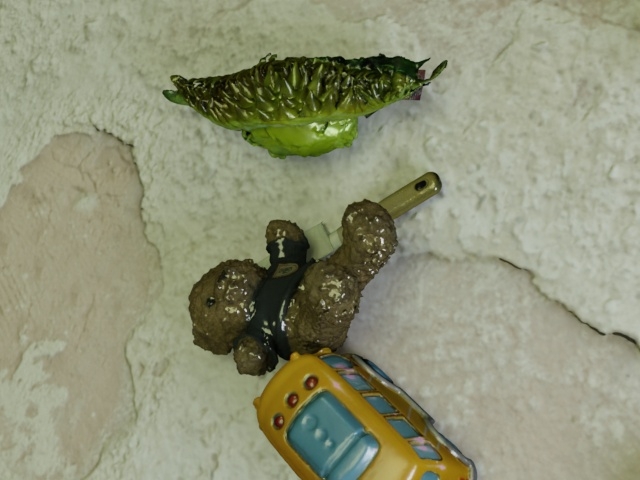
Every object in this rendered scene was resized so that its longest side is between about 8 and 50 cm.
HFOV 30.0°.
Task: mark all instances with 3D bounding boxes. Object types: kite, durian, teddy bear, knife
[{"bbox_3d":[0.081,-0.164,1.299,0.078,0.002,0.044,-17,68,22],"label":"kite"},{"bbox_3d":[-0.025,-0.146,1.280,0.375,0.132,0.107,3,64,34],"label":"durian"},{"bbox_3d":[-0.027,0.064,1.222,0.251,0.129,0.182,-12,34,39],"label":"teddy bear"},{"bbox_3d":[0.001,0.001,1.286,0.297,0.017,0.047,-32,64,21],"label":"knife"}]

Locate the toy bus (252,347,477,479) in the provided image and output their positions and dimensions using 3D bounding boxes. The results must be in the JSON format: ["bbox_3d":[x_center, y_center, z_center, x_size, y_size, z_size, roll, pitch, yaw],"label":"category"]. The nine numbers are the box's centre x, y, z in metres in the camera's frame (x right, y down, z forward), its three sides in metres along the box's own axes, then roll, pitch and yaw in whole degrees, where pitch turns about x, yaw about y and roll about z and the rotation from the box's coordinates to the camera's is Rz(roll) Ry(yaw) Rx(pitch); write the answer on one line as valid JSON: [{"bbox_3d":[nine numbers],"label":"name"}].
[{"bbox_3d":[0.033,0.196,1.143,0.126,0.136,0.209,-51,58,6],"label":"toy bus"}]
